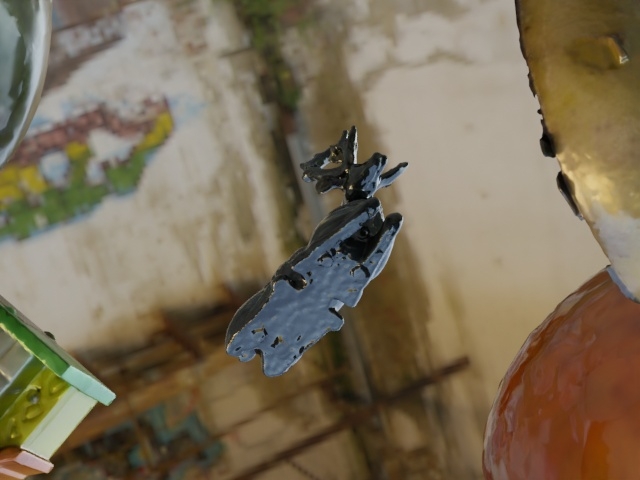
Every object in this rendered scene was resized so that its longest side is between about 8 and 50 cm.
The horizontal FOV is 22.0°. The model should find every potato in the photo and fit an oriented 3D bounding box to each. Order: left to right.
[{"bbox_3d":[0.183,-0.067,0.888,0.098,0.243,0.138,-24,-171,31],"label":"potato"}]

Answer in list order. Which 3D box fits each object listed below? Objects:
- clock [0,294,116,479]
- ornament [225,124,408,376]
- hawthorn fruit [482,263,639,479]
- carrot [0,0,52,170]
[{"bbox_3d":[-0.306,0.121,1.081,0.255,0.220,0.106,-50,163,-6],"label":"clock"},{"bbox_3d":[0.000,0.000,1.460,0.202,0.080,0.236,-48,-164,21],"label":"ornament"},{"bbox_3d":[0.348,0.167,1.097,0.471,0.472,0.472,-14,-159,5],"label":"hawthorn fruit"},{"bbox_3d":[-0.269,-0.138,0.817,0.224,0.224,0.341,-23,-142,-18],"label":"carrot"}]
